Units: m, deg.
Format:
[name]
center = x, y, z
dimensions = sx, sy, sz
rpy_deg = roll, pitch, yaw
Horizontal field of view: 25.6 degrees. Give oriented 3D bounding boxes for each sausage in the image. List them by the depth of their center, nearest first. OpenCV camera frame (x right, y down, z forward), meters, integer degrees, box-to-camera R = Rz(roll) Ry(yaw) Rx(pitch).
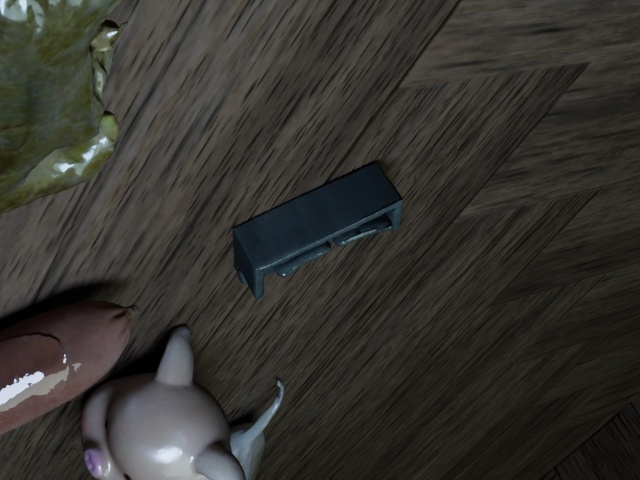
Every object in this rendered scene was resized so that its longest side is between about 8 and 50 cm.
[sausage]
center = -0.333, 0.154, 1.091
dimensions = 0.433, 0.088, 0.088
rpy_deg = -29, 159, -11

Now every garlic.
[garlic]
center = -0.114, 0.272, 1.643
dimensions = 0.128, 0.148, 0.266
rpy_deg = 16, 146, -13

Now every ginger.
[ginger]
center = -0.173, -0.084, 0.787
dimensions = 0.166, 0.080, 0.333
rpy_deg = -2, 143, -31

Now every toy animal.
[toy animal]
center = -0.152, 0.211, 1.364
dimensions = 0.149, 0.165, 0.248
rpy_deg = -30, 166, -19

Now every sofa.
[sofa]
center = 0.000, 0.000, 1.232
dimensions = 0.147, 0.060, 0.085
rpy_deg = -26, 159, -15
